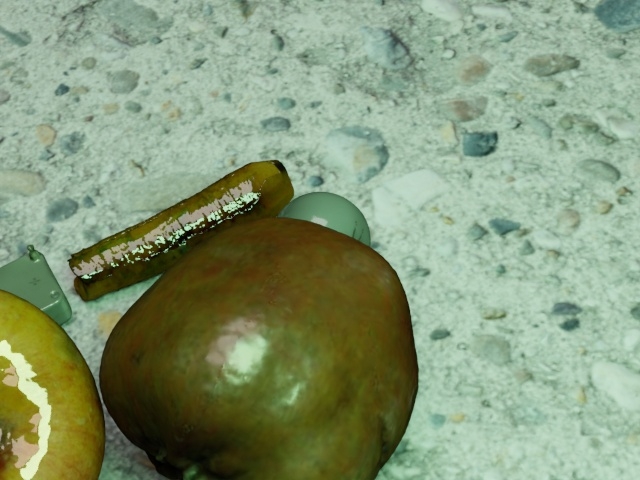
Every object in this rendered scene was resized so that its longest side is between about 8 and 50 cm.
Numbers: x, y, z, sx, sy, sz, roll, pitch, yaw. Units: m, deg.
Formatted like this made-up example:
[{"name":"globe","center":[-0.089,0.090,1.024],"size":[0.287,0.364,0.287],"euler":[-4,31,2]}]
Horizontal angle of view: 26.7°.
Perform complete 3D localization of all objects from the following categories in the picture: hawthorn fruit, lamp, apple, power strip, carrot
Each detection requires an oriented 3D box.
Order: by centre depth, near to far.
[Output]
[{"name":"apple","center":[-0.351,0.184,1.212],"size":[0.299,0.275,0.299],"euler":[7,67,-16]},{"name":"hawthorn fruit","center":[-0.037,0.105,1.216],"size":[0.268,0.267,0.301],"euler":[24,59,26]},{"name":"lamp","center":[0.000,0.000,1.399],"size":[0.105,0.105,0.105],"euler":[-5,51,6]},{"name":"power strip","center":[-0.363,0.107,1.405],"size":[0.216,0.061,0.145],"euler":[-29,52,-12]},{"name":"carrot","center":[-0.152,-0.012,1.459],"size":[0.260,0.070,0.070],"euler":[-26,52,-10]}]
